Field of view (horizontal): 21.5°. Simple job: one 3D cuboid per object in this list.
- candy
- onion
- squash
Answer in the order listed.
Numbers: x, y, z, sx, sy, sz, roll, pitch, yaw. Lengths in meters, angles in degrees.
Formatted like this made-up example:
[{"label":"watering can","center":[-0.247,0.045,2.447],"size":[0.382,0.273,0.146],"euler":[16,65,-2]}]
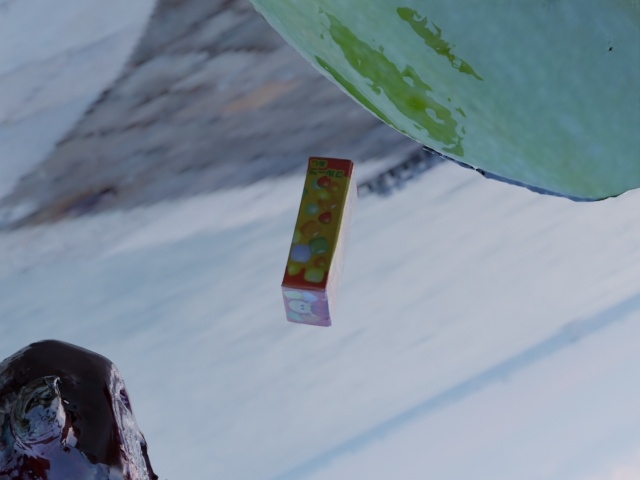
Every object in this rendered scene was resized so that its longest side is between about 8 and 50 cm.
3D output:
[{"label":"candy","center":[0.000,0.000,1.318],"size":[0.038,0.122,0.062],"euler":[7,151,9]},{"label":"onion","center":[-0.196,0.149,1.173],"size":[0.135,0.173,0.198],"euler":[-25,153,3]},{"label":"squash","center":[0.087,-0.122,0.795],"size":[0.237,0.155,0.204],"euler":[-32,-147,10]}]
